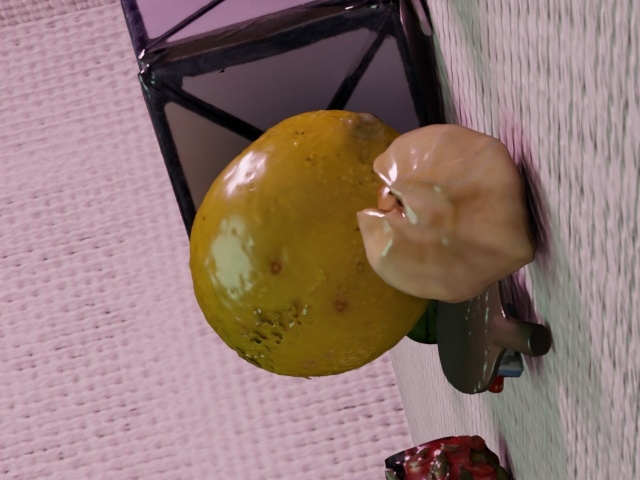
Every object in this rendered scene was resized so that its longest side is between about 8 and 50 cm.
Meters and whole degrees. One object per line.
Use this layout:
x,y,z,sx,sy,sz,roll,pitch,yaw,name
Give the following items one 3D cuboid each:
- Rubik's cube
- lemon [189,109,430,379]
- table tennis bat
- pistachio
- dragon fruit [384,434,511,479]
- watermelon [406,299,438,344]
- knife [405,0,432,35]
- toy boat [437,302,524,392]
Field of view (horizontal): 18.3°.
-0.037,-0.159,2.237,0.305,0.310,0.307,-113,6,-64,Rubik's cube
0.000,0.000,2.011,0.258,0.258,0.310,-105,33,-45,lemon
0.153,0.081,1.812,0.234,0.022,0.131,-167,80,-72,table tennis bat
0.111,-0.022,1.679,0.229,0.157,0.157,-42,-60,-86,pistachio
0.154,0.320,2.300,0.166,0.160,0.172,-31,70,43,dragon fruit
0.125,0.073,2.278,0.109,0.109,0.109,167,90,-88,watermelon
0.085,-0.296,2.158,0.256,0.022,0.046,-111,4,-51,knife
0.155,0.072,1.932,0.173,0.069,0.058,-106,26,-52,toy boat
